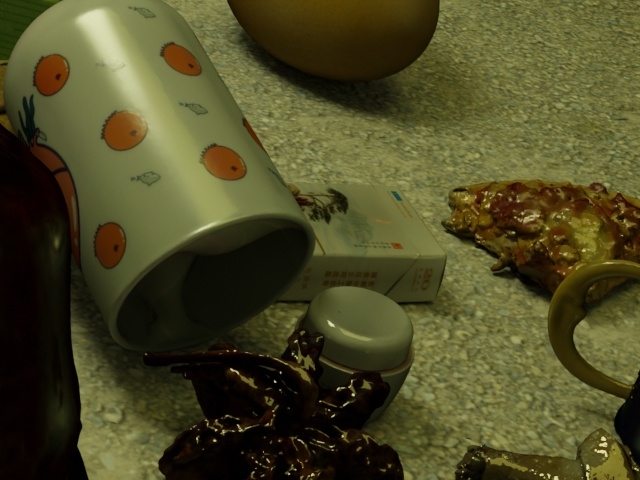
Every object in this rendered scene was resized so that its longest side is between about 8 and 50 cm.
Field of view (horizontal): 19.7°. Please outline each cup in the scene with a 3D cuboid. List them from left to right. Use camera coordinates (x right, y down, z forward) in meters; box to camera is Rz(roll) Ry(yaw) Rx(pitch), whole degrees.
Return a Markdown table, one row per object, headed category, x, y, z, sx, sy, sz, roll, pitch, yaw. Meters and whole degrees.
| category | x | y | z | sx | sy | sz | roll | pitch | yaw |
| --- | --- | --- | --- | --- | --- | --- | --- | --- | --- |
| cup | -0.167 | -0.080 | 1.775 | 0.212 | 0.212 | 0.317 | -8 | 57 | -37 |
| cup | 0.370 | 0.100 | 1.782 | 0.255 | 0.256 | 0.178 | 6 | 30 | -15 |

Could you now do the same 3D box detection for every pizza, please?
| category | x | y | z | sx | sy | sz | roll | pitch | yaw |
| --- | --- | --- | --- | --- | --- | --- | --- | --- | --- |
| pizza | 0.285 | -0.008 | 2.094 | 0.289 | 0.081 | 0.229 | 10 | 32 | -4 |

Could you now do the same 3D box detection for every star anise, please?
| category | x | y | z | sx | sy | sz | roll | pitch | yaw |
| --- | --- | --- | --- | --- | --- | --- | --- | --- | --- |
| star anise | -0.030 | 0.163 | 1.608 | 0.220 | 0.126 | 0.190 | -5 | 66 | -22 |

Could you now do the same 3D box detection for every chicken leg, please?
| category | x | y | z | sx | sy | sz | roll | pitch | yaw |
| --- | --- | --- | --- | --- | --- | --- | --- | --- | --- |
| chicken leg | 0.230 | 0.224 | 1.685 | 0.196 | 0.080 | 0.125 | 30 | 44 | 24 |

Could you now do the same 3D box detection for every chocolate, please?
| category | x | y | z | sx | sy | sz | roll | pitch | yaw |
| --- | --- | --- | --- | --- | --- | --- | --- | --- | --- |
| chocolate | -0.339 | 0.053 | 1.443 | 0.384 | 0.331 | 0.383 | 14 | 28 | -8 |

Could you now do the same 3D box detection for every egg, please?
| category | x | y | z | sx | sy | sz | roll | pitch | yaw |
| --- | --- | --- | --- | --- | --- | --- | --- | --- | --- |
| egg | 0.014 | -0.337 | 2.371 | 0.322 | 0.250 | 0.250 | 40 | 37 | 26 |

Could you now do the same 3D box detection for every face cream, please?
| category | x | y | z | sx | sy | sz | roll | pitch | yaw |
| --- | --- | --- | --- | --- | --- | --- | --- | --- | --- |
| face cream | 0.029 | 0.109 | 1.752 | 0.117 | 0.104 | 0.117 | 12 | 30 | -7 |

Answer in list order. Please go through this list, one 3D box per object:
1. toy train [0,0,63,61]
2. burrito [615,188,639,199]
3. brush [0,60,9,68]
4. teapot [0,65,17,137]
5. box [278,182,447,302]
| category | x | y | z | sx | sy | sz | roll | pitch | yaw |
| --- | --- | --- | --- | --- | --- | --- | --- | --- | --- |
| toy train | -0.386 | -0.319 | 2.120 | 0.442 | 0.272 | 0.179 | 14 | 43 | -5 |
| burrito | 0.414 | -0.004 | 2.206 | 0.045 | 0.041 | 0.185 | -36 | 56 | -27 |
| brush | -0.338 | -0.197 | 2.000 | 0.327 | 0.065 | 0.070 | 1 | -17 | 27 |
| teapot | -0.361 | -0.123 | 1.896 | 0.311 | 0.167 | 0.203 | -6 | 35 | -38 |
| box | 0.001 | 0.000 | 1.968 | 0.233 | 0.067 | 0.149 | 1 | 34 | -24 |
